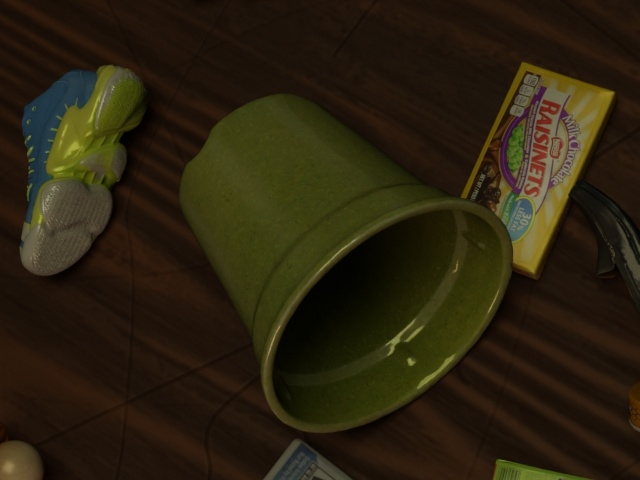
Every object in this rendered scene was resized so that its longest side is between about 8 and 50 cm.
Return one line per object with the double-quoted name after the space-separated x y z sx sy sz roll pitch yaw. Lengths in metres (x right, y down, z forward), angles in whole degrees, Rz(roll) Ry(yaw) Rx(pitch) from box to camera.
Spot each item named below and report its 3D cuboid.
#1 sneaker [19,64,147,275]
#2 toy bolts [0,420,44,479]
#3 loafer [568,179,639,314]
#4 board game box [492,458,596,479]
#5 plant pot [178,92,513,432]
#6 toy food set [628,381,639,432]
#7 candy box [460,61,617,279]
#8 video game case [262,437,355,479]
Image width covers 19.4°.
-0.276 -0.080 2.002 0.126 0.091 0.240 18 77 41 "sneaker"
-0.382 0.286 1.844 0.158 0.218 0.228 11 93 14 "toy bolts"
0.288 0.014 1.798 0.061 0.062 0.170 -40 64 6 "loafer"
0.243 0.268 1.730 0.181 0.043 0.092 10 75 20 "board game box"
0.000 0.000 1.802 0.276 0.276 0.254 -41 53 0 "plant pot"
0.367 0.218 1.674 0.111 0.104 0.232 -20 34 -20 "toy food set"
0.210 -0.072 1.869 0.105 0.027 0.206 21 79 19 "candy box"
-0.010 0.402 1.765 0.300 0.036 0.329 36 84 24 "video game case"
